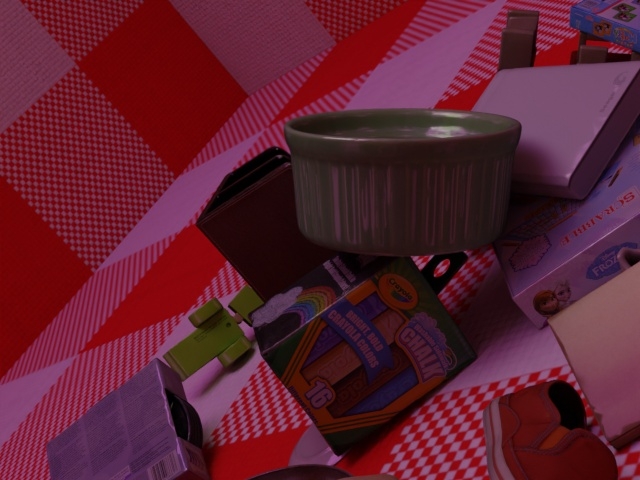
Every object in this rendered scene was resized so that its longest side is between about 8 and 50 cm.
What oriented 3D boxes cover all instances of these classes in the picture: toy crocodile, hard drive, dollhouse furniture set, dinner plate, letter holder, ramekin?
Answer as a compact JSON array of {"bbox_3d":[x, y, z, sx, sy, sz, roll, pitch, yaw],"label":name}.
[{"bbox_3d":[-0.137,0.126,2.044,0.340,0.115,0.105,-42,-2,-12],"label":"toy crocodile"},{"bbox_3d":[0.299,-0.154,1.550,0.203,0.040,0.307,-56,26,-12],"label":"hard drive"},{"bbox_3d":[0.408,-0.273,1.744,0.259,0.135,0.262,7,38,13],"label":"dollhouse furniture set"},{"bbox_3d":[0.007,0.268,1.538,0.141,0.017,0.141,-35,19,14],"label":"dinner plate"},{"bbox_3d":[0.000,0.000,1.730,0.214,0.302,0.152,-30,19,30],"label":"letter holder"},{"bbox_3d":[0.105,-0.080,1.460,0.303,0.148,0.303,-1,14,0],"label":"ramekin"}]

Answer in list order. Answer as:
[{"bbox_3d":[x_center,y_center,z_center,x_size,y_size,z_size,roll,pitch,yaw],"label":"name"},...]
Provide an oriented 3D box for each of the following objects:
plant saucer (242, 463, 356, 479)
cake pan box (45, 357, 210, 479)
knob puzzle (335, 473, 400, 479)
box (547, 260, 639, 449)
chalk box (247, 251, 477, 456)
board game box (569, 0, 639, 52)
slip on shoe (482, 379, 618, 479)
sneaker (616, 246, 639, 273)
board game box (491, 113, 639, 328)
[{"bbox_3d":[-0.081,0.372,1.305,0.310,0.050,0.310,-21,19,8],"label":"plant saucer"},{"bbox_3d":[-0.307,0.347,1.776,0.267,0.070,0.246,-39,43,10],"label":"cake pan box"},{"bbox_3d":[0.067,0.295,1.101,0.213,0.213,0.030,-84,11,-66],"label":"knob puzzle"},{"bbox_3d":[0.343,0.090,1.126,0.201,0.021,0.164,-35,45,17],"label":"box"},{"bbox_3d":[0.076,0.108,1.495,0.289,0.179,0.180,-34,16,0],"label":"chalk box"},{"bbox_3d":[0.500,-0.324,1.658,0.160,0.039,0.211,-31,44,-32],"label":"board game box"},{"bbox_3d":[0.221,0.220,1.034,0.101,0.123,0.331,-33,13,12],"label":"slip on shoe"},{"bbox_3d":[0.394,0.028,1.181,0.185,0.084,0.069,-19,27,52],"label":"sneaker"},{"bbox_3d":[0.363,-0.074,1.472,0.318,0.066,0.318,-36,25,16],"label":"board game box"}]
